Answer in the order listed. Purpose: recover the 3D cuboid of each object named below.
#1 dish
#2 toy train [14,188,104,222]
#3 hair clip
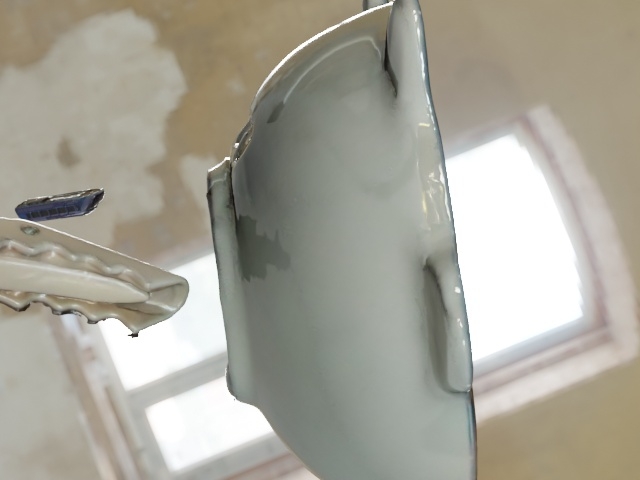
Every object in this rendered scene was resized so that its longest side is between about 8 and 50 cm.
[{"bbox_3d":[0.000,0.000,0.677,0.236,0.086,0.228,94,-11,-77],"label":"dish"},{"bbox_3d":[-0.181,-0.024,1.227,0.083,0.017,0.017,-7,-71,40],"label":"toy train"},{"bbox_3d":[-0.161,0.006,0.673,0.072,0.226,0.034,58,-43,47],"label":"hair clip"}]
